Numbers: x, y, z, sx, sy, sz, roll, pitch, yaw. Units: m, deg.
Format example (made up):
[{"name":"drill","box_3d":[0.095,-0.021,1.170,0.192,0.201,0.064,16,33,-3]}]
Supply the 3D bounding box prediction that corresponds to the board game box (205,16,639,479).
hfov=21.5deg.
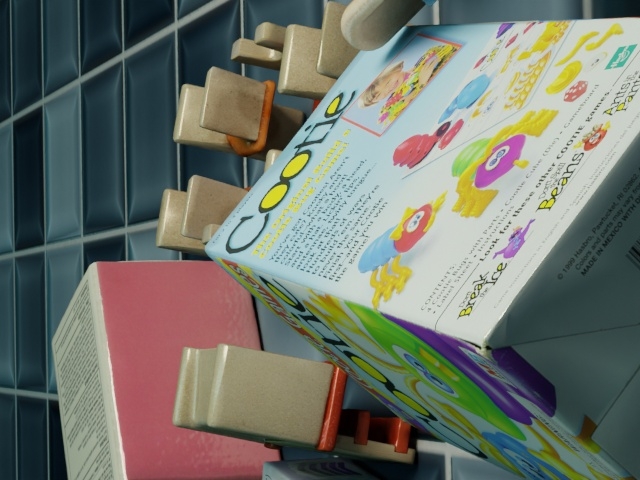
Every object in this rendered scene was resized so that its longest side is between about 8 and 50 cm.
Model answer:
[{"name":"board game box","box_3d":[0.088,0.008,0.690,0.144,0.142,0.275,-52,22,-9]}]

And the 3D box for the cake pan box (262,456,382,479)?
[{"name":"cake pan box","box_3d":[0.031,0.275,0.996,0.246,0.070,0.267,-159,71,-64]}]

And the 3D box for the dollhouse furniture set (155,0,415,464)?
[{"name":"dollhouse furniture set","box_3d":[0.000,0.000,1.039,0.262,0.135,0.259,166,114,-67]}]

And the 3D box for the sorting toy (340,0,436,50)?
[{"name":"sorting toy","box_3d":[0.107,-0.176,0.710,0.038,0.193,0.208,44,152,0]}]

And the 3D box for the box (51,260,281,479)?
[{"name":"box","box_3d":[-0.116,0.148,1.268,0.148,0.126,0.232,127,137,-55]}]
